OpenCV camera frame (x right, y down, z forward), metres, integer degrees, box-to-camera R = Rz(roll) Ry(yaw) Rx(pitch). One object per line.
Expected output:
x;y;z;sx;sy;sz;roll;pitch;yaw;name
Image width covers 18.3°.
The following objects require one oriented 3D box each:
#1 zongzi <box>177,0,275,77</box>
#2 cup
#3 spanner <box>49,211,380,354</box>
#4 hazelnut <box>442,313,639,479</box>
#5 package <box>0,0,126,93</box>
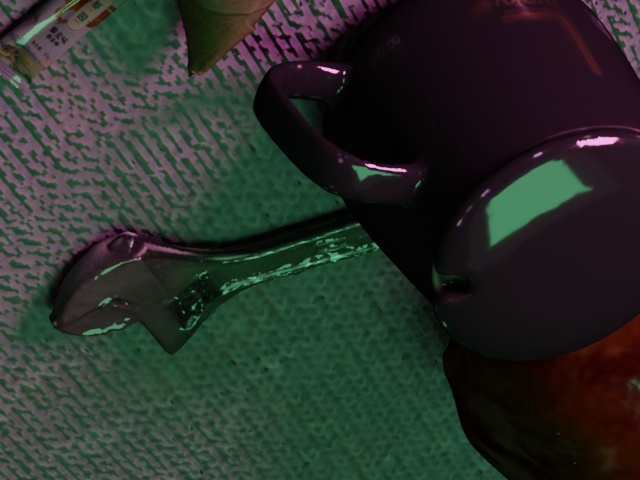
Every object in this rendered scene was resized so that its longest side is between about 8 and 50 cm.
-0.082;-0.159;0.910;0.189;0.081;0.178;17;130;-33;zongzi
0.076;-0.039;1.029;0.223;0.176;0.169;5;128;-29;cup
0.000;0.000;1.142;0.325;0.026;0.093;-17;136;-16;spanner
0.180;0.063;1.178;0.218;0.218;0.234;-23;155;-7;hazelnut
-0.116;-0.115;0.971;0.110;0.015;0.037;-38;132;7;package
